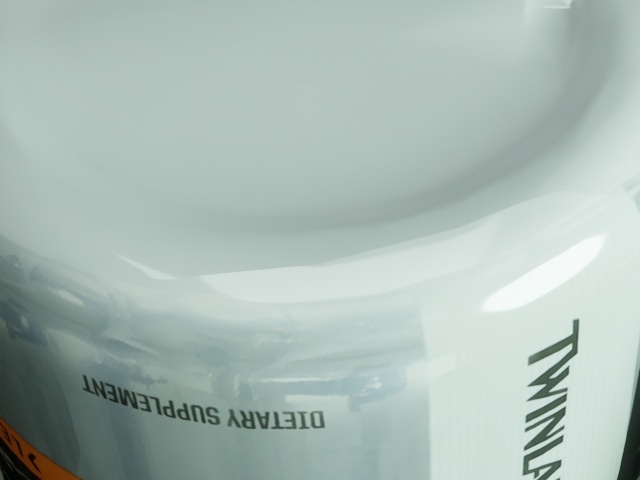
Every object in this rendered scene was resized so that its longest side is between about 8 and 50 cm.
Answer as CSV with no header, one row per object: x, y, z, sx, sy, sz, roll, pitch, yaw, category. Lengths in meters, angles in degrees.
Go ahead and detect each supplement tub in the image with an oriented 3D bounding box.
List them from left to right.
0.005,0.055,0.506,0.207,0.338,0.207,-3,47,3,supplement tub
